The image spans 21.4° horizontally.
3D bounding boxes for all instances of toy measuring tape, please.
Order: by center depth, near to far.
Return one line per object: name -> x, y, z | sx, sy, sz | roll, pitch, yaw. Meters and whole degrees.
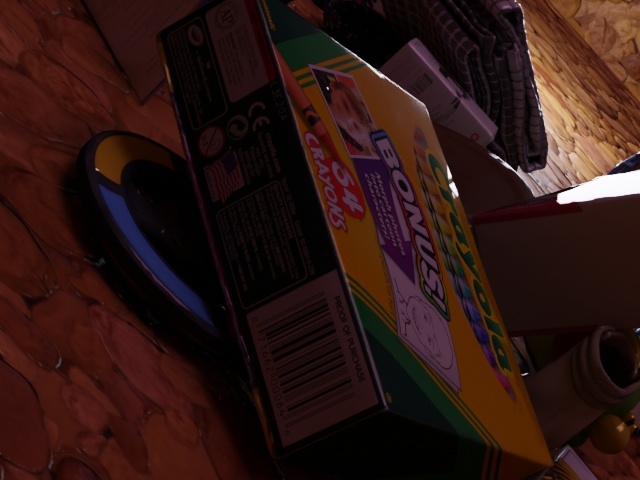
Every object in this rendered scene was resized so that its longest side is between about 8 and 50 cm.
toy measuring tape -> 0.273, 0.090, 1.838 | 0.121, 0.121, 0.330 | 30, 29, -43

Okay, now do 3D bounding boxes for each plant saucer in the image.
plant saucer -> 0.115, -0.062, 1.777 | 0.277, 0.041, 0.278 | 19, 27, -10

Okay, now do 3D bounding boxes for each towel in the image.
towel -> 0.176, -0.228, 2.129 | 0.235, 0.121, 0.284 | 59, -8, 41

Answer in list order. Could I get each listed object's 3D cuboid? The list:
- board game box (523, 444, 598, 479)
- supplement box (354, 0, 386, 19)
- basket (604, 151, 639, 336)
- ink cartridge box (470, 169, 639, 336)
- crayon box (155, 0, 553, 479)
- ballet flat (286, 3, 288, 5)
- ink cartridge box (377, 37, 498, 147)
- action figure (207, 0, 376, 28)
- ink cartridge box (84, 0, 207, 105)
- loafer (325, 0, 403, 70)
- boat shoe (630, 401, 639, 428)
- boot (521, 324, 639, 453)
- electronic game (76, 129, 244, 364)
board game box -> 0.282, 0.334, 1.506 | 0.305, 0.053, 0.193 | 51, 19, 7
supplement box -> 0.128, -0.328, 2.368 | 0.114, 0.111, 0.220 | 28, 28, -46
basket -> 0.415, 0.000, 2.143 | 0.201, 0.254, 0.289 | 52, 8, 3
ink cartridge box -> 0.320, 0.001, 1.683 | 0.306, 0.226, 0.131 | -19, 99, -57
crayon box -> 0.032, 0.013, 1.360 | 0.313, 0.106, 0.363 | 24, 43, -57
ballet flat -> -0.097, -0.352, 2.015 | 0.067, 0.073, 0.206 | -5, 48, -34
ink cartridge box -> 0.119, -0.145, 1.994 | 0.150, 0.109, 0.063 | 48, 17, -1
action figure -> -0.089, -0.275, 1.749 | 0.275, 0.141, 0.164 | 17, 38, 25
ink cartridge box -> -0.127, -0.257, 1.522 | 0.045, 0.206, 0.208 | 14, 39, -53
loafer -> 0.075, -0.216, 2.112 | 0.223, 0.076, 0.078 | 50, -23, 33
boat shoe -> 0.366, 0.196, 1.982 | 0.043, 0.049, 0.137 | 9, -7, 39
boot -> 0.226, 0.141, 1.583 | 0.077, 0.165, 0.213 | 50, 20, 1
electronic game -> -0.099, 0.005, 1.316 | 0.229, 0.048, 0.229 | 42, 19, -18
